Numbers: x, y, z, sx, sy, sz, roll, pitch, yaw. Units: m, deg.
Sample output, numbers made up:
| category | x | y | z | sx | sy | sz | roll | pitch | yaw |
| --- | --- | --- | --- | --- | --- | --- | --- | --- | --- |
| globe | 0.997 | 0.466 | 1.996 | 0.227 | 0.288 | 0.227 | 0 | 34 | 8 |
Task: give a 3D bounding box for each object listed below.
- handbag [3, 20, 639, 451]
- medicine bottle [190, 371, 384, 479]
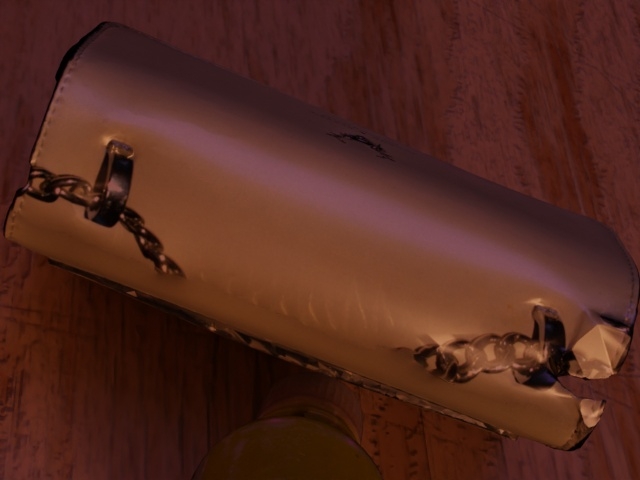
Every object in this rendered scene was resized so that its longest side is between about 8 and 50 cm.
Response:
| category | x | y | z | sx | sy | sz | roll | pitch | yaw |
| --- | --- | --- | --- | --- | --- | --- | --- | --- | --- |
| handbag | 0.000 | 0.000 | 0.959 | 0.358 | 0.160 | 0.237 | 21 | 5 | -4 |
| medicine bottle | -0.018 | 0.158 | 0.893 | 0.121 | 0.122 | 0.212 | 22 | 26 | -3 |
